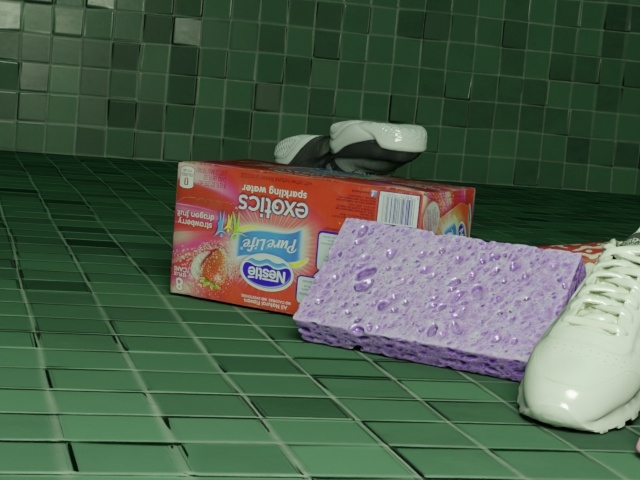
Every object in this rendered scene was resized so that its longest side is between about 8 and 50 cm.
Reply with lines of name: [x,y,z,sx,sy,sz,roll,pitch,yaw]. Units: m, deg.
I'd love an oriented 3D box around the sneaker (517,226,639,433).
sneaker: [0.205,0.051,0.987,0.090,0.095,0.235,17,32,25]

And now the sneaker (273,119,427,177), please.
sneaker: [0.036,-0.053,1.629,0.101,0.153,0.268,2,-4,-31]

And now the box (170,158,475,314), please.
box: [0.000,0.000,1.292,0.257,0.128,0.123,8,7,28]

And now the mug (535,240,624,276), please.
mug: [0.263,0.041,1.164,0.169,0.113,0.150,0,-24,-12]

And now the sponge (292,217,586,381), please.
sponge: [0.095,0.045,1.115,0.210,0.031,0.117,9,49,27]

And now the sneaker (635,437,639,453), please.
sneaker: [0.232,0.104,0.893,0.047,0.057,0.119,6,5,21]
